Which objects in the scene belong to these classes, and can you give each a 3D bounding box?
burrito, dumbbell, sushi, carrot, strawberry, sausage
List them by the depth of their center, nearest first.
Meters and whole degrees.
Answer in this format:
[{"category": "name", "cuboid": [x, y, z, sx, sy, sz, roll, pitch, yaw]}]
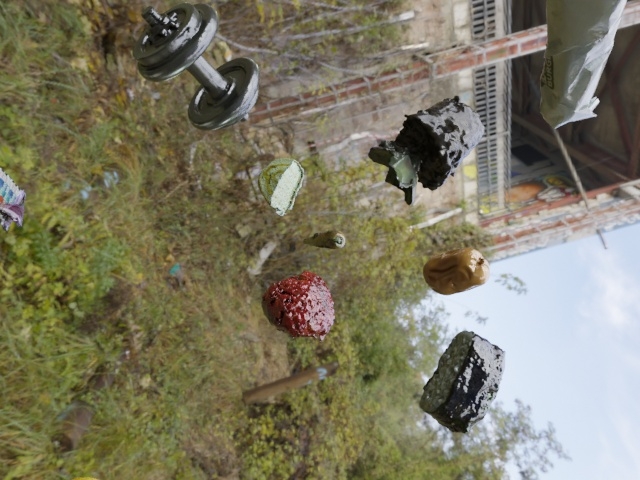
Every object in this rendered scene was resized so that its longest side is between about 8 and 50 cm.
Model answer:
[{"category": "burrito", "cuboid": [0.216, -0.175, 0.374, 0.203, 0.064, 0.064, 58, 14, -55]}, {"category": "dumbbell", "cuboid": [-0.240, -0.346, 0.918, 0.290, 0.192, 0.192, 44, 24, -47]}, {"category": "sushi", "cuboid": [0.334, 0.325, 1.043, 0.127, 0.225, 0.124, 34, -10, -5]}, {"category": "carrot", "cuboid": [0.000, 0.000, 1.141, 0.254, 0.049, 0.049, -5, -79, 68]}, {"category": "sausage", "cuboid": [0.444, 0.103, 1.488, 0.136, 0.120, 0.241, 52, -39, -13]}, {"category": "strawberry", "cuboid": [-0.068, 0.210, 1.534, 0.274, 0.273, 0.221, 72, 37, -82]}]

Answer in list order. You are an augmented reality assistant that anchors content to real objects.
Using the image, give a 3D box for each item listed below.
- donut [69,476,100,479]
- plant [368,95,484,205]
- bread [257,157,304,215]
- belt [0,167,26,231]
[{"category": "donut", "cuboid": [-0.368, 0.454, 0.705, 0.074, 0.174, 0.191, -46, 155, -71]}, {"category": "plant", "cuboid": [0.193, -0.166, 0.830, 0.142, 0.203, 0.131, 44, -13, 5]}, {"category": "bread", "cuboid": [-0.126, -0.150, 1.241, 0.157, 0.110, 0.103, -64, 152, -20]}, {"category": "belt", "cuboid": [-0.852, -0.105, 1.014, 0.295, 0.206, 0.161, 45, 22, -45]}]
